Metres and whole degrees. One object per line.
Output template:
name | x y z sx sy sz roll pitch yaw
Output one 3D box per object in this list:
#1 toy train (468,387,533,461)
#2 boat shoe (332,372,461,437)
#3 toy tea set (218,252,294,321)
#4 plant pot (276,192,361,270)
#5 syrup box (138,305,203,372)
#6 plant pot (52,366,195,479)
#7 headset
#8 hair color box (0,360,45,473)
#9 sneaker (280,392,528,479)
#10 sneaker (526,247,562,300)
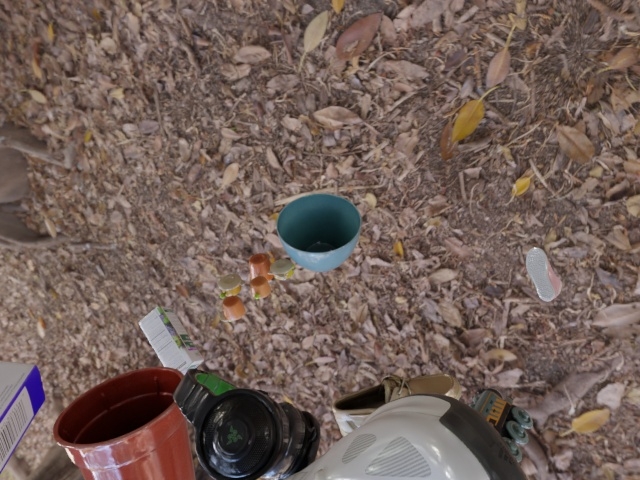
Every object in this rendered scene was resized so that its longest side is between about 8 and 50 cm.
toy train | 0.573 0.620 1.334 0.190 0.334 0.142 41 124 22
boat shoe | 0.201 0.417 1.050 0.341 0.122 0.110 -21 109 -2
toy tea set | -0.250 0.180 1.479 0.200 0.336 0.124 21 134 36
plant pot | 0.000 0.000 1.426 0.290 0.290 0.195 22 142 23
syrup box | -0.520 0.353 1.402 0.096 0.093 0.237 -40 74 0
plant pot | -0.414 0.480 0.917 0.272 0.272 0.265 0 107 33
headset | -0.072 0.306 0.665 0.394 0.185 0.243 21 162 39
hair color box | -0.623 0.261 0.567 0.338 0.185 0.110 11 123 -9
sneaker | -0.033 0.303 0.362 0.447 0.257 0.169 -54 54 39
sneaker | 0.563 0.084 1.009 0.051 0.070 0.134 -25 71 46
